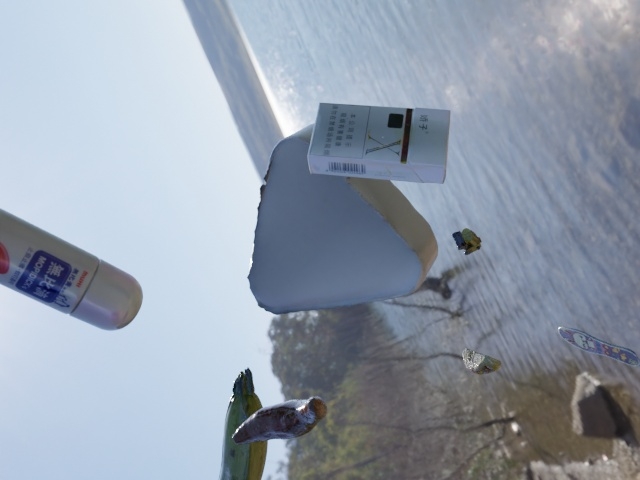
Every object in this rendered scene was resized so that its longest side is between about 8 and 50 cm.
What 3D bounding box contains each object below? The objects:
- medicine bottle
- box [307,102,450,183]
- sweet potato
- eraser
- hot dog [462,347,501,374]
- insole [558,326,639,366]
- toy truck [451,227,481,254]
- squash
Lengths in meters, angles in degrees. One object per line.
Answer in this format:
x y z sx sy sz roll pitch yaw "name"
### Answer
-0.509 0.066 1.291 0.341 0.130 0.130 31 -164 -24 "medicine bottle"
0.068 -0.112 0.759 0.040 0.154 0.084 81 -164 -55 "box"
-0.052 0.283 1.052 0.078 0.255 0.058 14 -120 -32 "sweet potato"
0.000 0.000 1.170 0.331 0.331 0.150 66 -155 -11 "eraser"
0.249 0.194 1.039 0.030 0.034 0.090 22 176 -11 "hot dog"
0.606 0.232 1.448 0.197 0.004 0.065 20 144 50 "insole"
0.389 0.002 1.746 0.083 0.054 0.049 27 -141 -54 "toy truck"
-0.150 0.410 1.316 0.094 0.094 0.341 -111 28 -71 "squash"
